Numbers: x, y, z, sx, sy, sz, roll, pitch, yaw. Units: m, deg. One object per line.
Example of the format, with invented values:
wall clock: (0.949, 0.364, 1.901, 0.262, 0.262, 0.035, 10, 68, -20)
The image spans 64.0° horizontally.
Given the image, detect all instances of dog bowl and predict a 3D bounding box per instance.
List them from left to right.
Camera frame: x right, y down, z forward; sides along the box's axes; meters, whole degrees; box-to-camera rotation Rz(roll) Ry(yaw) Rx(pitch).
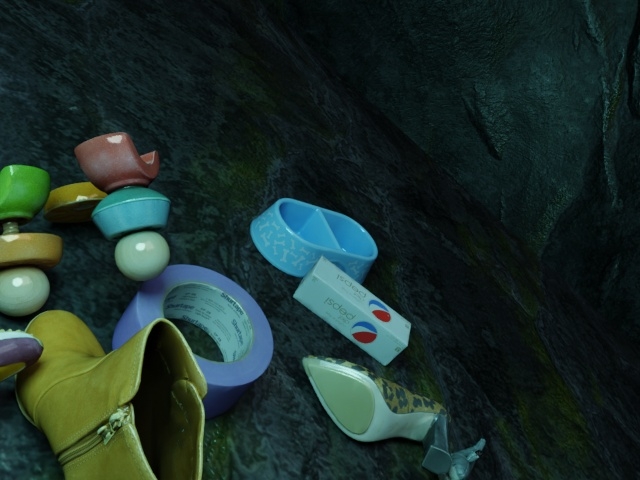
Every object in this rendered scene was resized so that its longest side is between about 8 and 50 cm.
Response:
dog bowl: (0.000, 0.000, 1.052, 0.297, 0.074, 0.166, 15, 36, -40)

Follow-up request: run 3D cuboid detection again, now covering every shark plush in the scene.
shark plush: (0.236, 0.359, 0.816, 0.161, 0.067, 0.073, 9, 40, -44)

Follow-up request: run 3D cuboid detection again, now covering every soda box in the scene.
soda box: (0.060, 0.129, 0.941, 0.216, 0.069, 0.074, 37, 28, -4)

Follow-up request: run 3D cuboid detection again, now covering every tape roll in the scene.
tape roll: (-0.161, 0.126, 0.662, 0.188, 0.080, 0.189, 29, 29, -18)

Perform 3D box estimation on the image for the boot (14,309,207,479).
boot: (-0.192, 0.130, 0.474, 0.104, 0.211, 0.295, 11, 39, -44)

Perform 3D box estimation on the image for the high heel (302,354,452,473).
high heel: (0.091, 0.248, 0.819, 0.261, 0.093, 0.186, 34, 9, 7)

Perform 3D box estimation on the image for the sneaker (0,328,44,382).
sneaker: (-0.324, 0.143, 0.428, 0.185, 0.070, 0.084, -21, 65, -34)

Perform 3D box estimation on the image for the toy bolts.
toy bolts: (-0.275, -0.007, 0.623, 0.218, 0.228, 0.159, 17, 57, -76)
